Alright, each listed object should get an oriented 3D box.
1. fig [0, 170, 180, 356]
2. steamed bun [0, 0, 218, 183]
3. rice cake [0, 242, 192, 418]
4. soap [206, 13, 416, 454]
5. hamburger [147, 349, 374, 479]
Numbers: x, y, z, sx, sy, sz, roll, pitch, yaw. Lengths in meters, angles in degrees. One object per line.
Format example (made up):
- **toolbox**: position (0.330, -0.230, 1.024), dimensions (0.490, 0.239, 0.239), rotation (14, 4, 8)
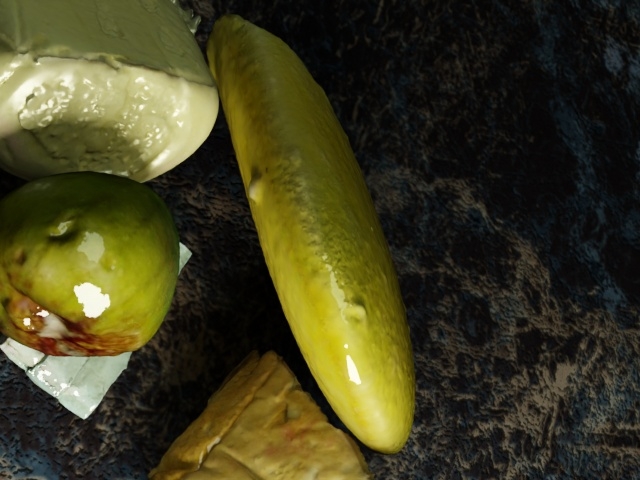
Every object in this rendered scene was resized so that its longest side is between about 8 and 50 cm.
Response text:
- **fig**: position (-0.207, 0.016, 1.439), dimensions (0.181, 0.181, 0.191), rotation (52, 40, -9)
- **steamed bun**: position (-0.237, -0.159, 1.532), dimensions (0.273, 0.166, 0.232), rotation (6, 37, -41)
- **rice cake**: position (-0.214, 0.056, 1.554), dimensions (0.124, 0.038, 0.211), rotation (44, 54, -14)
- **soap**: position (0.003, -0.001, 1.531), dimensions (0.115, 0.306, 0.427), rotation (-17, 54, -1)
- **hamburger**: position (-0.050, 0.262, 1.490), dimensions (0.209, 0.162, 0.330), rotation (-30, 48, -12)
